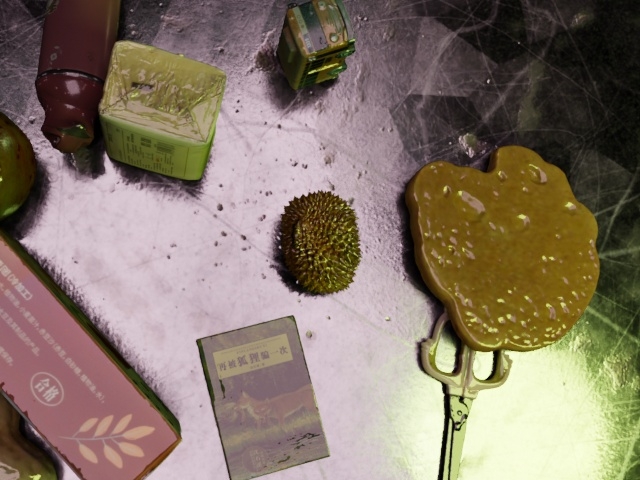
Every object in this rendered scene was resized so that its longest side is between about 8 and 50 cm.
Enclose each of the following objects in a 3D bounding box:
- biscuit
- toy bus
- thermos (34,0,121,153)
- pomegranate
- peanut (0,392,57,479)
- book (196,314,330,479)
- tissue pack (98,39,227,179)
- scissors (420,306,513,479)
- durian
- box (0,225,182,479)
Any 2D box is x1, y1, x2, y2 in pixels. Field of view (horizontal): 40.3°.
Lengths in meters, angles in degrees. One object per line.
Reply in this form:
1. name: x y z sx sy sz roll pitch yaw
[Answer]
1. biscuit: 0.300 0.004 1.422 0.312 0.057 0.351 -33 86 -17
2. toy bus: -0.011 -0.306 1.353 0.103 0.182 0.091 -19 86 -9
3. thermos: -0.371 -0.283 1.302 0.136 0.109 0.330 -7 69 23
4. pomegranate: -0.512 -0.081 1.235 0.198 0.198 0.246 12 83 -8
5. peanut: -0.471 0.276 1.240 0.117 0.101 0.263 -31 89 8
6. book: -0.089 0.244 1.350 0.160 0.024 0.228 -13 86 -9
7. tissue pack: -0.230 -0.182 1.272 0.159 0.234 0.125 15 79 -8
8. scissors: 0.225 0.250 1.402 0.160 0.024 0.318 12 81 -10
9. durian: 0.000 0.000 1.335 0.137 0.168 0.158 -28 70 5
10. box: -0.354 0.148 1.152 0.122 0.344 0.385 -42 91 -13
